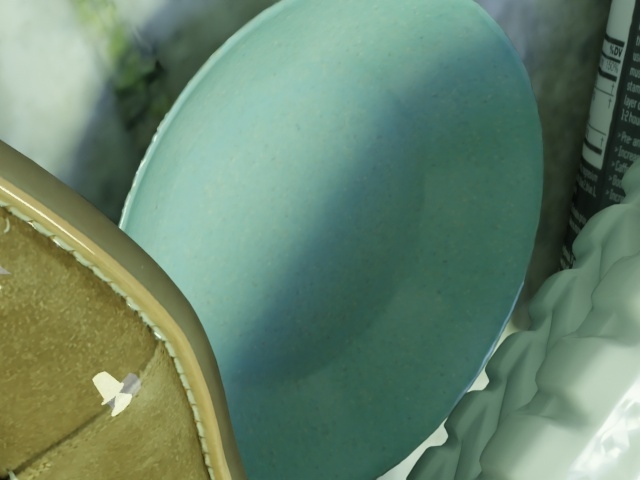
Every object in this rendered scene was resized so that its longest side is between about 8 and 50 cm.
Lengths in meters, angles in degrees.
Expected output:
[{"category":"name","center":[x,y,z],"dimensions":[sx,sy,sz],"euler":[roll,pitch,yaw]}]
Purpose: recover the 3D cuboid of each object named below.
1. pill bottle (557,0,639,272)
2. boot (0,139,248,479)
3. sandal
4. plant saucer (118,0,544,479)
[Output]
[{"category":"pill bottle","center":[0.174,-0.049,0.535],"dimensions":[0.130,0.130,0.246],"euler":[-7,112,-40]},{"category":"boot","center":[-0.086,0.077,0.350],"dimensions":[0.305,0.112,0.115],"euler":[60,39,-40]},{"category":"sandal","center":[0.056,0.145,0.444],"dimensions":[0.416,0.102,0.169],"euler":[-57,-179,11]},{"category":"plant saucer","center":[0.000,0.000,0.466],"dimensions":[0.195,0.037,0.195],"euler":[-18,119,-36]}]
